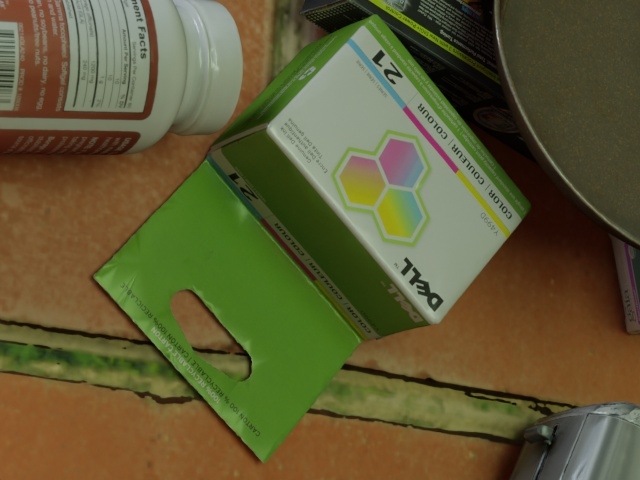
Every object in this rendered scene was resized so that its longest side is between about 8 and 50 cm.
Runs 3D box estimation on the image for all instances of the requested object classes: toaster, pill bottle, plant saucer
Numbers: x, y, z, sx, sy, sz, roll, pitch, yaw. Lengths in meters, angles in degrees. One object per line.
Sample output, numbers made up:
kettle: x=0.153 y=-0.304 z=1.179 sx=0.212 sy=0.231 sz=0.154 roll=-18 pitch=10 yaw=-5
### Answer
toaster: x=0.232 y=0.218 z=1.394 sx=0.227 sy=0.129 sz=0.146 roll=31 pitch=63 yaw=-22
pill bottle: x=-0.165 y=-0.115 z=1.220 sx=0.216 sy=0.121 sz=0.121 roll=-1 pitch=80 yaw=-33
plant saucer: x=0.244 y=-0.116 z=1.405 sx=0.311 sy=0.050 sz=0.310 roll=15 pitch=60 yaw=-27

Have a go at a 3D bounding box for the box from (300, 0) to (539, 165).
box: x=0.129 y=-0.206 z=1.438 sx=0.270 sy=0.060 sz=0.216 roll=28 pitch=68 yaw=-32

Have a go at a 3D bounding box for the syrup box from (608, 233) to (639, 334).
syrup box: x=0.357 y=0.009 z=1.502 sx=0.237 sy=0.096 sz=0.093 roll=-8 pitch=85 yaw=-19

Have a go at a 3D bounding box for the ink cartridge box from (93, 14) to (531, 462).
ink cartridge box: x=0.000 y=0.000 z=1.313 sx=0.189 sy=0.097 sz=0.255 roll=49 pitch=59 yaw=-14
